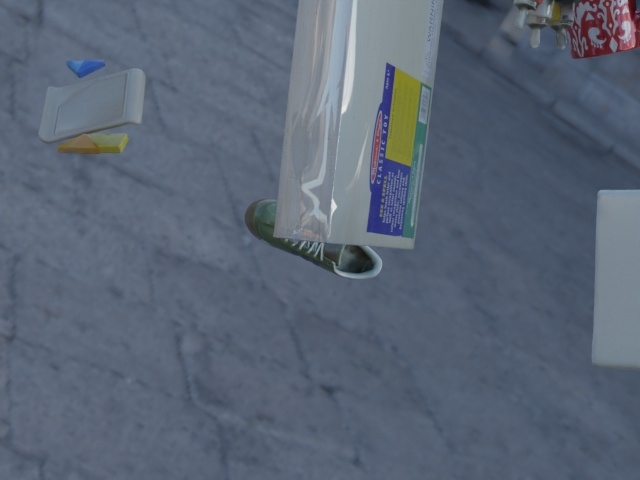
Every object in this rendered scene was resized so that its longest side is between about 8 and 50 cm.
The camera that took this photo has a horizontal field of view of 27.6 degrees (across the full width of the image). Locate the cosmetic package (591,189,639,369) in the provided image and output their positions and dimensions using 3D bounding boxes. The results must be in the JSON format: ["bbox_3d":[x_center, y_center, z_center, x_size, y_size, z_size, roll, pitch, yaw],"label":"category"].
[{"bbox_3d":[0.350,0.032,0.888,0.296,0.129,0.153,0,-3,27],"label":"cosmetic package"}]

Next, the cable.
[{"bbox_3d":[0.257,-0.363,1.459,0.072,0.287,0.139,-1,-8,36],"label":"cable"}]

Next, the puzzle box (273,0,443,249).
[{"bbox_3d":[0.048,-0.195,1.176,0.052,0.408,0.272,7,0,19],"label":"puzzle box"}]

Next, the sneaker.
[{"bbox_3d":[0.000,0.000,1.682,0.192,0.064,0.086,27,-7,-31],"label":"sneaker"}]

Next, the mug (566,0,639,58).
[{"bbox_3d":[0.378,-0.332,1.720,0.113,0.169,0.150,-17,12,-36],"label":"mug"}]

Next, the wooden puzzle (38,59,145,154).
[{"bbox_3d":[-0.161,-0.094,0.923,0.079,0.014,0.116,-5,41,10],"label":"wooden puzzle"}]
